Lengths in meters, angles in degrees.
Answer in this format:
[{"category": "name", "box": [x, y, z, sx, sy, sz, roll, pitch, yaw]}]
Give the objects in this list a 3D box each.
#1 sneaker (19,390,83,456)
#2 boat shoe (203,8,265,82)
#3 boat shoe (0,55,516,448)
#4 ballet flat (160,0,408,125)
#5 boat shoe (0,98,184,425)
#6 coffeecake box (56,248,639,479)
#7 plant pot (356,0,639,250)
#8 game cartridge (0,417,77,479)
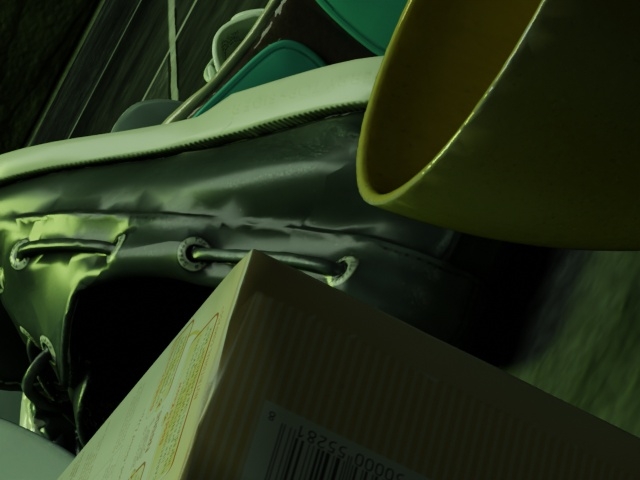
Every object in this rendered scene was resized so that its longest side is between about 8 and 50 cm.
[{"category": "sneaker", "box": [-0.111, 0.136, 0.916, 0.122, 0.110, 0.283, -57, 14, 40]}, {"category": "boat shoe", "box": [-0.024, -0.098, 1.090, 0.083, 0.076, 0.226, -68, 13, -19]}, {"category": "boat shoe", "box": [-0.059, 0.031, 0.765, 0.340, 0.127, 0.113, -13, 56, 38]}, {"category": "ballet flat", "box": [0.012, -0.084, 0.865, 0.248, 0.086, 0.086, -41, 17, 8]}, {"category": "boat shoe", "box": [-0.149, 0.040, 1.241, 0.105, 0.113, 0.306, 121, 171, -47]}, {"category": "coffeecake box", "box": [0.001, 0.100, 0.457, 0.185, 0.142, 0.068, -49, 19, 50]}, {"category": "plant pot", "box": [0.083, -0.049, 0.532, 0.134, 0.095, 0.134, -57, 15, 24]}, {"category": "game cartridge", "box": [-0.132, 0.173, 0.737, 0.196, 0.060, 0.294, -52, 37, -7]}]
